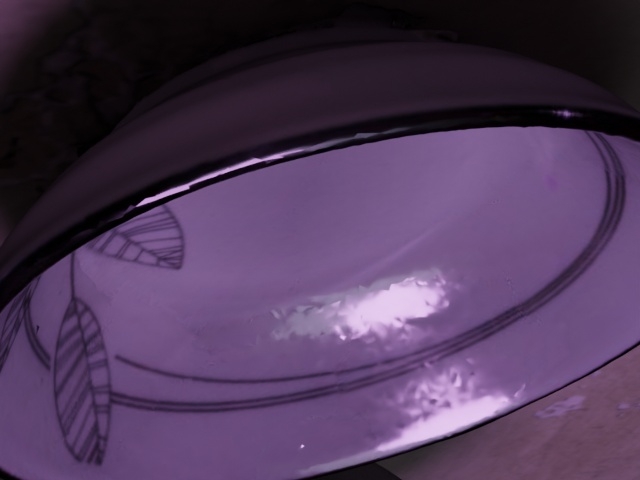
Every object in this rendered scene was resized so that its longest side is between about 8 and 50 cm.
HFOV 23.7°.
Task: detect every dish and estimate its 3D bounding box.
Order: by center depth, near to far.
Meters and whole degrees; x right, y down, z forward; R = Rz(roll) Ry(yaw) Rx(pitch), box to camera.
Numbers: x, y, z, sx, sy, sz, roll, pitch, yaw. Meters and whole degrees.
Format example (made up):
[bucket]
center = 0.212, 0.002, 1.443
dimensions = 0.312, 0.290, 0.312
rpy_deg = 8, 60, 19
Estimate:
[dish]
center = 0.000, 0.000, 0.611
dimensions = 0.317, 0.106, 0.316
rpy_deg = -12, 153, -6

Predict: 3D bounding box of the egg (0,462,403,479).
[egg]
center = -0.086, 0.225, 0.792
dimensions = 0.389, 0.276, 0.276
rpy_deg = 2, 148, -20
